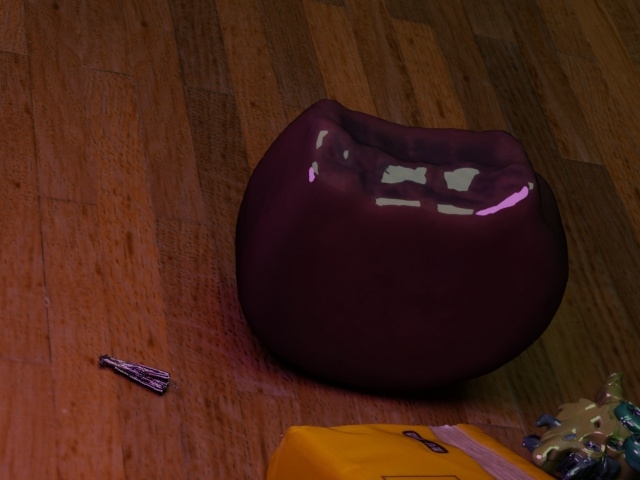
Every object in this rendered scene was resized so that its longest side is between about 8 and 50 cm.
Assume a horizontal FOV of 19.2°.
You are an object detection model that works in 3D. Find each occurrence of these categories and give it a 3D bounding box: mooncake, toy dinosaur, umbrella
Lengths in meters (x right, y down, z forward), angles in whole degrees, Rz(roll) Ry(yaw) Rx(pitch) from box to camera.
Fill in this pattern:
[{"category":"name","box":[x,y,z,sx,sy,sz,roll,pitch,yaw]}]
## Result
[{"category":"mooncake","box":[0.070,-0.005,1.871,0.326,0.333,0.174,-18,37,10]},{"category":"toy dinosaur","box":[0.304,0.204,1.932,0.153,0.094,0.259,36,29,9]},{"category":"umbrella","box":[-0.173,0.126,1.809,0.083,0.020,0.031,17,36,-2]}]

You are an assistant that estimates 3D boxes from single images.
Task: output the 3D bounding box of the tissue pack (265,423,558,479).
[{"category":"tissue pack","box":[0.114,0.324,1.376,0.228,0.293,0.382,0,15,-28]}]
